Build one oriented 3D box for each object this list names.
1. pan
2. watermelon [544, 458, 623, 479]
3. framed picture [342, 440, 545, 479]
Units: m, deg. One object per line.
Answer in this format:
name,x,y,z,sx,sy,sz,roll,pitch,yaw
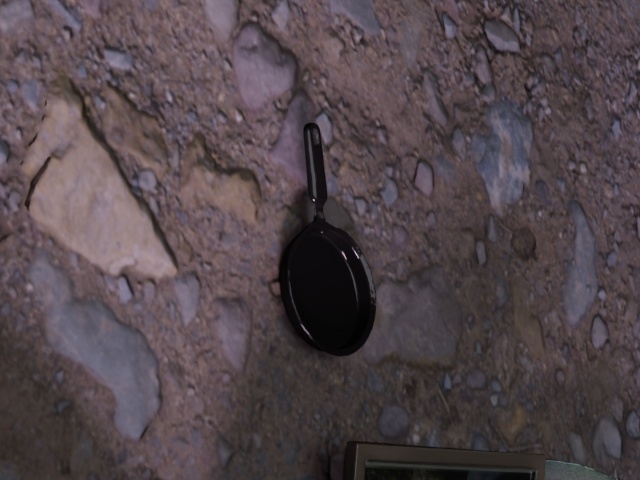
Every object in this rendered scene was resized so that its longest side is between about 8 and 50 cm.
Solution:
pan,0.000,0.000,1.811,0.136,0.028,0.235,-2,83,-51
watermelon,0.266,0.286,2.018,0.180,0.081,0.094,36,69,-18
framed picture,0.124,0.327,1.832,0.324,0.020,0.240,13,80,-48
